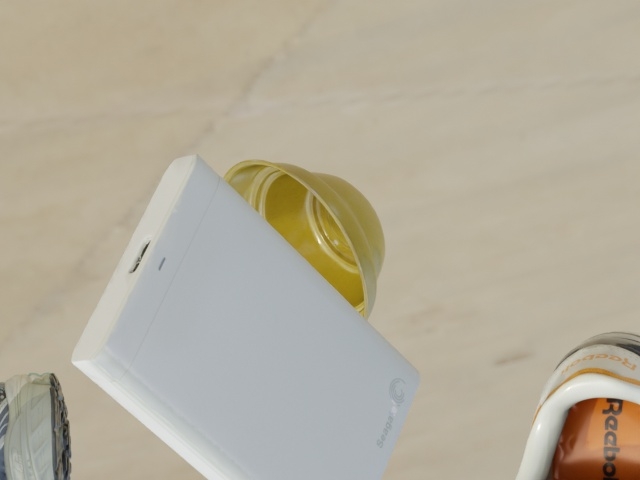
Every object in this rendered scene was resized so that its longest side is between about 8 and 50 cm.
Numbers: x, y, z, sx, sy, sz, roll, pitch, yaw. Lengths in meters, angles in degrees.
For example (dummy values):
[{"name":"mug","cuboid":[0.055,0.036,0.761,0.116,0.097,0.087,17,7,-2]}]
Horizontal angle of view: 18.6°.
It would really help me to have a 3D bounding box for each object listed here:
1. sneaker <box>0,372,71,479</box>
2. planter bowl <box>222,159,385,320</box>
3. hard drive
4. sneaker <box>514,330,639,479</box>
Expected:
[{"name":"sneaker","cuboid":[-0.266,0.252,1.606,0.122,0.283,0.110,-3,170,3]},{"name":"planter bowl","cuboid":[0.000,0.000,1.974,0.090,0.217,0.217,-31,177,-33]},{"name":"hard drive","cuboid":[-0.051,0.104,1.595,0.040,0.203,0.307,-10,136,44]},{"name":"sneaker","cuboid":[0.182,0.222,1.239,0.126,0.321,0.127,-6,-179,20]}]
